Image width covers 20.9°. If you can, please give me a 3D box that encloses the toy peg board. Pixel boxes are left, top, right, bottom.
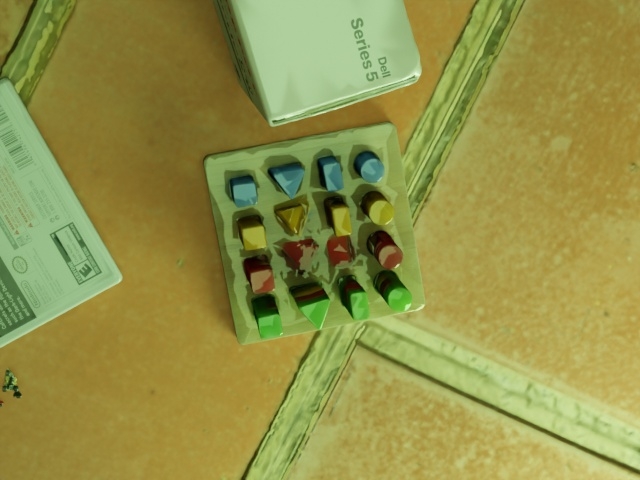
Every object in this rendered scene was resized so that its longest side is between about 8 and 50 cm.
[{"bbox_3d":[0.000,0.000,1.401,0.161,0.079,0.161,-11,102,-5],"label":"toy peg board"}]

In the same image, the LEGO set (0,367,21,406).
[{"bbox_3d":[-0.288,0.128,1.420,0.083,0.023,0.054,-7,123,-22],"label":"LEGO set"}]

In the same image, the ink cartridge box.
[{"bbox_3d":[-0.026,-0.207,1.257,0.114,0.273,0.198,-18,102,-3],"label":"ink cartridge box"}]

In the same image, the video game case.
[{"bbox_3d":[-0.280,-0.009,1.393,0.173,0.022,0.190,-29,104,-1],"label":"video game case"}]
